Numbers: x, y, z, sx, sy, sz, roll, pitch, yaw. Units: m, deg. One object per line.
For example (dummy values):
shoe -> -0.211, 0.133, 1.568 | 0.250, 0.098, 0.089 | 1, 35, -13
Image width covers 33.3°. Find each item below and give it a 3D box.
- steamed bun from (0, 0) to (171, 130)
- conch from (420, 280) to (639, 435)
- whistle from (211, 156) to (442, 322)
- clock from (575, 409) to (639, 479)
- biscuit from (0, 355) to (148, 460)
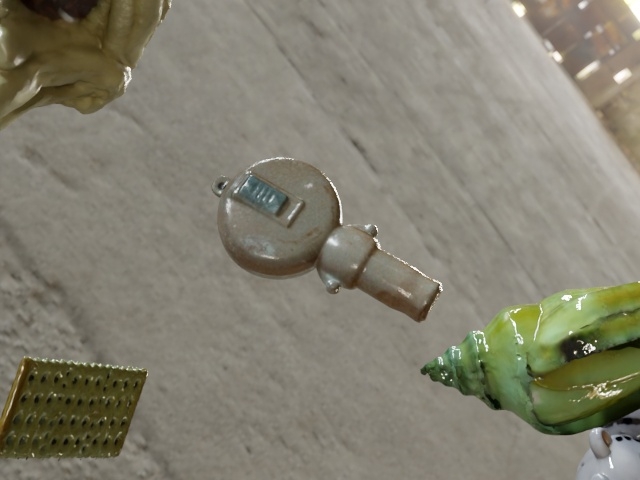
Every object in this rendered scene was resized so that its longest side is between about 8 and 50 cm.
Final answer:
steamed bun -> -0.263, -0.210, 1.007 | 0.189, 0.428, 0.247 | -6, 94, -29
conch -> 0.159, 0.062, 0.615 | 0.095, 0.201, 0.079 | 38, 31, -59
whistle -> 0.000, 0.000, 0.899 | 0.220, 0.107, 0.057 | 31, -21, 13
clock -> 0.236, 0.147, 0.807 | 0.117, 0.080, 0.176 | 25, 59, -42
biscuit -> -0.321, 0.224, 1.397 | 0.016, 0.139, 0.231 | 19, 0, 33
